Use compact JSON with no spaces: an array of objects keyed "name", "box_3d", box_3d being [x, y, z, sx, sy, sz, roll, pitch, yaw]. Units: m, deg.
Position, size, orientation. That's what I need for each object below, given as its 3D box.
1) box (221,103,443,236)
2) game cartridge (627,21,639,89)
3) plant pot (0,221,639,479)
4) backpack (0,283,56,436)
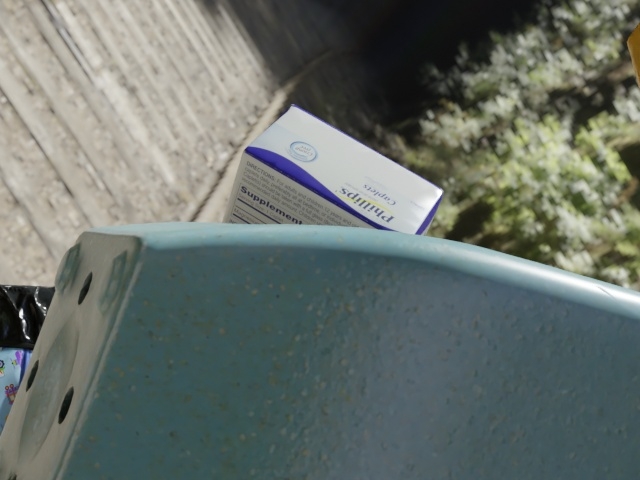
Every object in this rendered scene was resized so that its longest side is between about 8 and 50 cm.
[{"name":"box","box_3d":[0.000,0.000,0.815,0.126,0.137,0.072,31,44,10]},{"name":"game cartridge","box_3d":[0.417,-0.234,1.156,0.053,0.285,0.323,25,33,-11]},{"name":"plant pot","box_3d":[-0.010,0.106,0.537,0.252,0.247,0.247,22,-6,-21]},{"name":"backpack","box_3d":[-0.265,0.144,1.081,0.158,0.117,0.173,97,-9,-51]}]
